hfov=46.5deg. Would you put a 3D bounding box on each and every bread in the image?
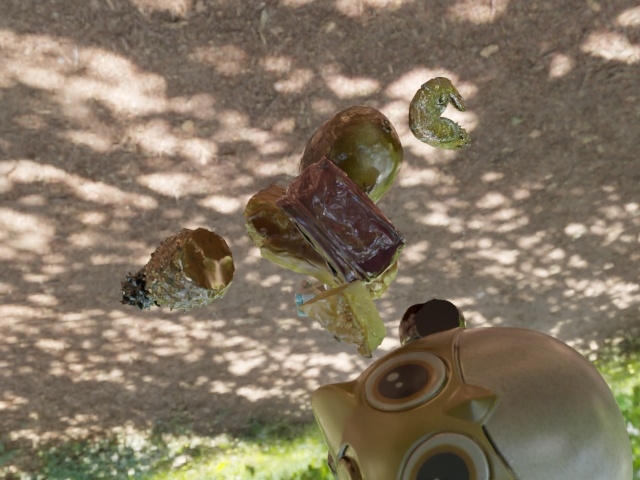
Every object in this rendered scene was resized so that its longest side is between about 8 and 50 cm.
[{"bbox_3d":[-0.001,0.004,1.600,0.344,0.149,0.195,21,-161,13],"label":"bread"},{"bbox_3d":[0.039,0.118,1.085,0.080,0.109,0.084,-25,-176,38],"label":"bread"}]

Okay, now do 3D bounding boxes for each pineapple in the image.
[{"bbox_3d":[-0.300,0.072,1.446,0.278,0.158,0.157,-19,157,38],"label":"pineapple"}]

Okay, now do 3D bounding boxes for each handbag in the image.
[{"bbox_3d":[0.032,-0.027,1.282,0.135,0.225,0.146,-43,177,1],"label":"handbag"}]

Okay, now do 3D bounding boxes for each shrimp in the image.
[{"bbox_3d":[0.244,-0.243,1.459,0.053,0.133,0.236,5,175,41],"label":"shrimp"}]

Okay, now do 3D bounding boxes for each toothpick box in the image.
[{"bbox_3d":[0.230,0.342,1.187,0.425,0.409,0.409,-9,156,-14],"label":"toothpick box"}]

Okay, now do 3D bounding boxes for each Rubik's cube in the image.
[{"bbox_3d":[-0.013,0.134,1.734,0.084,0.073,0.075,14,117,7],"label":"Rubik's cube"}]

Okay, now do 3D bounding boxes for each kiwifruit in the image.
[{"bbox_3d":[0.062,-0.157,1.472,0.196,0.196,0.234,4,148,-33],"label":"kiwifruit"}]

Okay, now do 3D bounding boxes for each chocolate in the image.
[{"bbox_3d":[0.210,0.178,1.427,0.127,0.124,0.133,-28,149,-12],"label":"chocolate"}]

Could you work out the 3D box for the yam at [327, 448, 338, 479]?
[{"bbox_3d":[0.152,0.426,1.662,0.168,0.168,0.304,6,136,-36],"label":"yam"}]
